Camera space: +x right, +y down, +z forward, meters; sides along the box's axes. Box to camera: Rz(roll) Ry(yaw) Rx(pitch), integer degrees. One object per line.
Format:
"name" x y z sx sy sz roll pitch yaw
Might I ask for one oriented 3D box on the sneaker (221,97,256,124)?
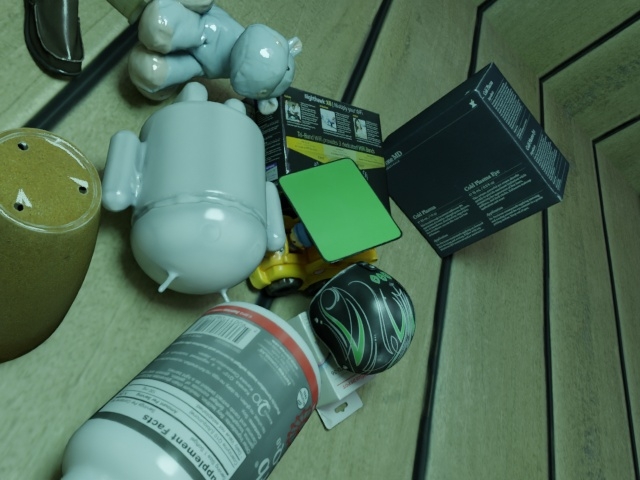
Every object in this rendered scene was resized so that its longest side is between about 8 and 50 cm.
"sneaker" -0.150 -0.259 1.168 0.158 0.061 0.065 -2 41 -46

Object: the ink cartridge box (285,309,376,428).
"ink cartridge box" 0.021 0.214 1.019 0.115 0.067 0.198 -17 78 -49

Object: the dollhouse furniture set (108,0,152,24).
"dollhouse furniture set" -0.322 -0.521 1.046 0.129 0.183 0.129 40 44 -20

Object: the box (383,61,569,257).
"box" 0.345 -0.179 1.376 0.312 0.343 0.179 48 43 -12

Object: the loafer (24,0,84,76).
"loafer" -0.427 -0.366 0.926 0.080 0.078 0.220 -6 70 -47

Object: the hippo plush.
"hippo plush" -0.173 -0.305 1.010 0.236 0.234 0.294 31 5 -6

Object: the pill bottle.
"pill bottle" -0.167 0.252 0.699 0.210 0.210 0.363 52 41 -6

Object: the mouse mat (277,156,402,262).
"mouse mat" 0.031 -0.056 0.961 0.152 0.007 0.190 -19 62 -23

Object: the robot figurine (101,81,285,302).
"robot figurine" -0.182 -0.068 0.889 0.300 0.200 0.353 15 56 -31

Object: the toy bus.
"toy bus" 0.000 0.000 1.024 0.220 0.211 0.149 4 65 -42

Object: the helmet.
"helmet" 0.078 0.136 0.964 0.169 0.169 0.161 -13 56 -48

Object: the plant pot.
"plant pot" -0.351 -0.011 0.647 0.237 0.254 0.237 25 49 -33

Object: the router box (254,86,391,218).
"router box" 0.012 -0.164 1.193 0.308 0.081 0.243 4 78 -45
